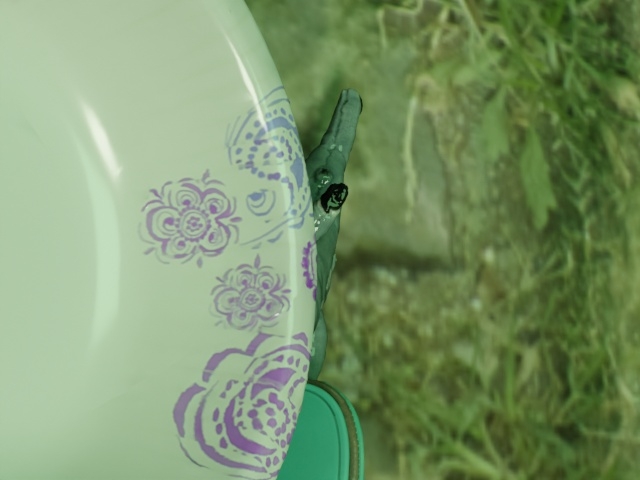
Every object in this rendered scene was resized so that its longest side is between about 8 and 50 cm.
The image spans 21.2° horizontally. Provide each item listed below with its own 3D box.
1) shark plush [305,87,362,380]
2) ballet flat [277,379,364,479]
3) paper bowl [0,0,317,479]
[{"bbox_3d":[0.000,0.000,0.776,0.073,0.067,0.161,36,54,-2],"label":"shark plush"},{"bbox_3d":[-0.032,0.183,0.725,0.087,0.083,0.247,57,44,-59],"label":"ballet flat"},{"bbox_3d":[-0.141,0.004,0.597,0.284,0.148,0.284,12,75,-48],"label":"paper bowl"}]
